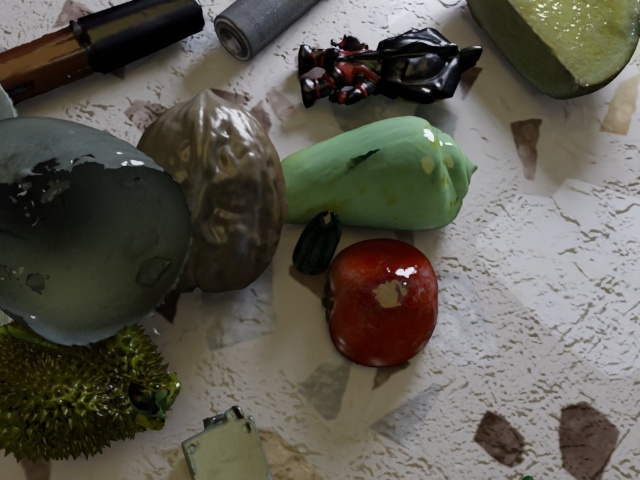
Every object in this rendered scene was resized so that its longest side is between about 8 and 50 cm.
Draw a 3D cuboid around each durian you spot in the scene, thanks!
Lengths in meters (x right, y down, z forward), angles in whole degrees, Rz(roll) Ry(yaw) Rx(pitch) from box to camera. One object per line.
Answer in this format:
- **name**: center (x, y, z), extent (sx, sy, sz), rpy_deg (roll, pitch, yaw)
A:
- **durian**: center (-0.246, 0.142, 0.664), extent (0.198, 0.146, 0.159), rpy_deg (-6, 52, -14)

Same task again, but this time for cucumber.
- **cucumber**: center (0.000, 0.000, 0.767), extent (0.048, 0.105, 0.048), rpy_deg (7, 60, -12)

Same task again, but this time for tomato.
- **tomato**: center (0.074, 0.061, 0.752), extent (0.139, 0.091, 0.159), rpy_deg (4, 65, -5)

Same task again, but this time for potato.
- **potato**: center (0.323, -0.301, 0.919), extent (0.270, 0.112, 0.255), rpy_deg (-6, 72, -5)

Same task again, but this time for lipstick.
- **lipstick**: center (-0.349, -0.231, 0.841), extent (0.418, 0.077, 0.077), rpy_deg (-28, 73, -14)

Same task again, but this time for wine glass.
- **wine glass**: center (-0.289, -0.049, 0.628), extent (0.357, 0.190, 0.190), rpy_deg (30, 66, 31)

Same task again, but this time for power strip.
- **power strip**: center (-0.064, 0.315, 0.655), extent (0.080, 0.048, 0.285), rpy_deg (-19, 71, -11)

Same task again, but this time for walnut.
- **walnut**: center (-0.125, -0.052, 0.725), extent (0.178, 0.178, 0.230), rpy_deg (0, 101, -5)

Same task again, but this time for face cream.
- **face cream**: center (-0.031, -0.367, 0.929), extent (0.073, 0.073, 0.283), rpy_deg (39, 69, 11)

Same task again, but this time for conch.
- **conch**: center (0.067, -0.086, 0.812), extent (0.251, 0.137, 0.143), rpy_deg (4, 93, 16)

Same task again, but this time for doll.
- **doll**: center (0.094, -0.236, 0.887), extent (0.249, 0.088, 0.127), rpy_deg (-9, 89, 1)

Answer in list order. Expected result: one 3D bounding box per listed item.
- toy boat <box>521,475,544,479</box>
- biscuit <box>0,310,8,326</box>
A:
- **toy boat**: center (0.163, 0.340, 0.642), extent (0.229, 0.089, 0.088), rpy_deg (-45, 93, -9)
- **biscuit**: center (-0.425, 0.059, 0.728), extent (0.147, 0.046, 0.250), rpy_deg (-6, 67, -9)
